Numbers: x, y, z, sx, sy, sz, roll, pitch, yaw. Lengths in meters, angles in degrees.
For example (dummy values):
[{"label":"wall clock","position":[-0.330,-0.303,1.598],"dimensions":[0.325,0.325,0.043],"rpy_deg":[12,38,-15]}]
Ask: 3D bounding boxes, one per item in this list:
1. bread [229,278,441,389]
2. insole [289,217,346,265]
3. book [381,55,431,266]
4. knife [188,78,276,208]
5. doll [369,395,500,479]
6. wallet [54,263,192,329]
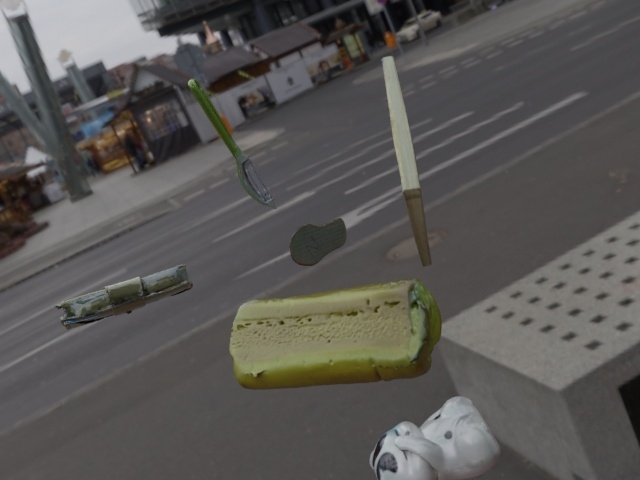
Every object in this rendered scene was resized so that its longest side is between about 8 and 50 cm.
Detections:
[{"label":"bread","position":[0.023,0.169,1.257],"dimensions":[0.384,0.166,0.112],"rpy_deg":[-10,-26,23]},{"label":"insole","position":[0.000,0.000,1.118],"dimensions":[0.004,0.064,0.188],"rpy_deg":[-4,9,28]},{"label":"book","position":[0.129,-0.102,1.065],"dimensions":[0.025,0.214,0.282],"rpy_deg":[-11,-25,8]},{"label":"knife","position":[-0.108,-0.112,0.884],"dimensions":[0.026,0.184,0.022],"rpy_deg":[-31,11,-2]},{"label":"doll","position":[0.154,0.288,1.002],"dimensions":[0.181,0.106,0.110],"rpy_deg":[-20,28,0]},{"label":"wallet","position":[-0.233,0.068,0.883],"dimensions":[0.155,0.039,0.110],"rpy_deg":[-18,0,-15]}]
